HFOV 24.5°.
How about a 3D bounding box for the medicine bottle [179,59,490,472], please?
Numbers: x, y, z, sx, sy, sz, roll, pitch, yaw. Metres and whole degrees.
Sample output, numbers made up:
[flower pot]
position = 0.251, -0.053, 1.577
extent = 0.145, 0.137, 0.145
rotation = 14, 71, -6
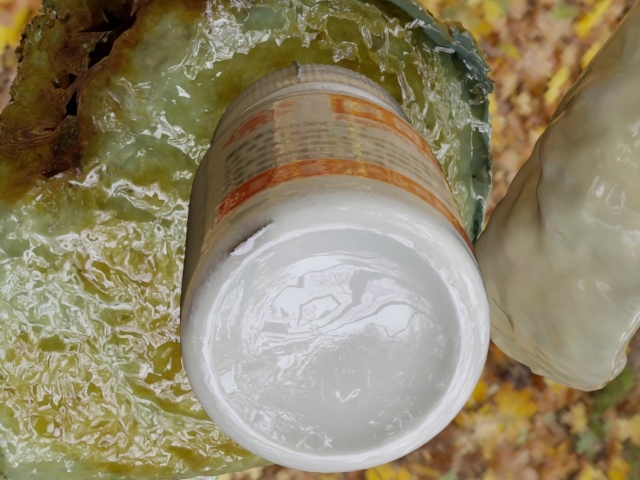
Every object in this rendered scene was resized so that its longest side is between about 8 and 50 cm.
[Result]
[medicine bottle]
position = 0.000, 0.000, 0.752
extent = 0.144, 0.252, 0.145
rotation = -2, 110, -5

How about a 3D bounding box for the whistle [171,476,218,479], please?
[whistle]
position = -0.102, 0.181, 1.542
extent = 0.105, 0.085, 0.227
rotation = 19, 104, -15

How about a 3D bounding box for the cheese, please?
[cheese]
position = 0.216, -0.057, 0.875
extent = 0.326, 0.115, 0.318
rotation = -35, 160, -42

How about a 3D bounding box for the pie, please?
[pie]
position = -0.070, -0.008, 1.038
extent = 0.395, 0.180, 0.418
rotation = 16, 96, -34
